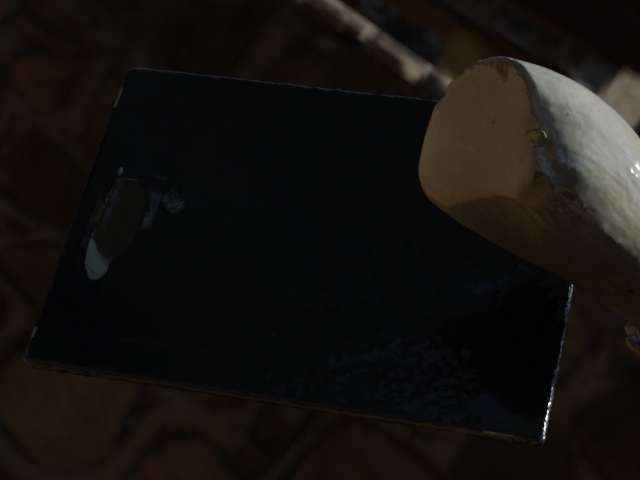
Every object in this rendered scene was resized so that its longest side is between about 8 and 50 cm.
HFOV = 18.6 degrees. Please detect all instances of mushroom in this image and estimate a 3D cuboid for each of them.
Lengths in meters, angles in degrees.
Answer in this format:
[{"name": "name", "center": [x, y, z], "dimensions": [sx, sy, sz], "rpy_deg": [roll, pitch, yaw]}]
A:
[{"name": "mushroom", "center": [0.163, -0.016, 1.135], "dimensions": [0.225, 0.116, 0.093], "rpy_deg": [32, 48, -22]}]

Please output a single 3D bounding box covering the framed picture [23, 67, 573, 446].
[{"name": "framed picture", "center": [0.000, 0.000, 1.231], "dimensions": [0.324, 0.244, 0.013], "rpy_deg": [7, -35, 12]}]
